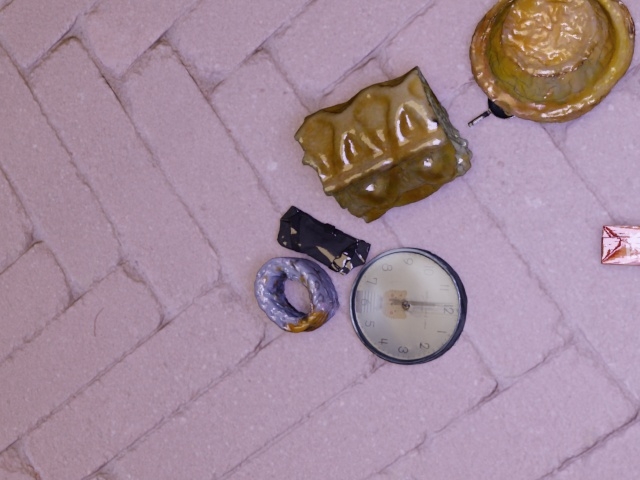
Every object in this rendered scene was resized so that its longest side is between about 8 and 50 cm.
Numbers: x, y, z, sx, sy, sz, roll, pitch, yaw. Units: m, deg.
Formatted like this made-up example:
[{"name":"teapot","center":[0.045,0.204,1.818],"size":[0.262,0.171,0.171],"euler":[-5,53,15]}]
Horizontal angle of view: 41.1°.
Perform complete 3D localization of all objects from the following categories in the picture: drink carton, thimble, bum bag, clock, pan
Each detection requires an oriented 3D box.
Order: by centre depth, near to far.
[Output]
[{"name":"drink carton","center":[0.587,0.012,1.432],"size":[0.223,0.096,0.071],"euler":[3,90,20]},{"name":"pan","center":[0.322,-0.243,1.569],"size":[0.115,0.023,0.068],"euler":[-33,79,13]},{"name":"clock","center":[0.162,0.124,1.609],"size":[0.226,0.049,0.226],"euler":[0,89,21]},{"name":"thimble","center":[-0.045,0.103,1.646],"size":[0.127,0.118,0.151],"euler":[-38,76,15]},{"name":"bum bag","center":[0.000,0.000,1.659],"size":[0.197,0.049,0.087],"euler":[26,75,19]}]

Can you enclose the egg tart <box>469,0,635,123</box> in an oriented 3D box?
[{"name":"egg tart","center":[0.403,-0.343,1.488],"size":[0.288,0.118,0.288],"euler":[-3,78,13]}]

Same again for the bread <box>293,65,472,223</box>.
[{"name":"bread","center":[0.122,-0.168,1.550],"size":[0.252,0.238,0.196],"euler":[-31,42,21]}]
